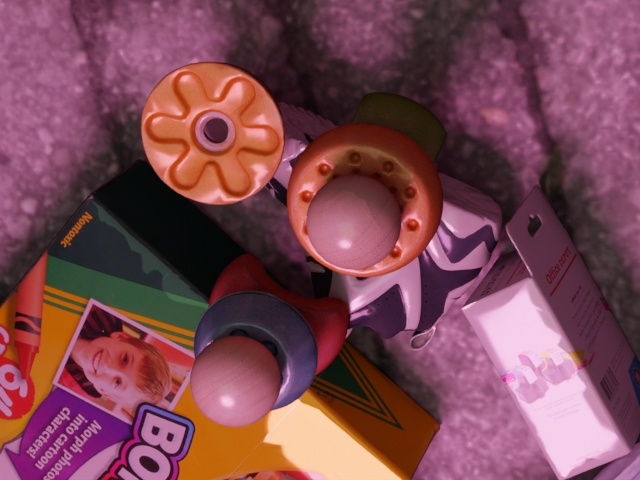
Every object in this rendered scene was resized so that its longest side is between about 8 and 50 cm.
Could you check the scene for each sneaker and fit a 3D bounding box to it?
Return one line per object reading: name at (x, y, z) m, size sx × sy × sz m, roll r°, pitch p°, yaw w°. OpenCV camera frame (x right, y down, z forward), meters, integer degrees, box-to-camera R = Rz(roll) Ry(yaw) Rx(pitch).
sneaker at (0.000, 0.000, 1.423) m, size 0.235 × 0.094 × 0.153 m, roll 22°, pitch 107°, yaw 0°

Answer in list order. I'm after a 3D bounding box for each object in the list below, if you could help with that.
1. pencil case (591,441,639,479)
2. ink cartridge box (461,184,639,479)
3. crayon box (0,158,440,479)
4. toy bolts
pencil case at (0.206, 0.226, 1.406) m, size 0.273 × 0.113 × 0.124 m, roll -40°, pitch 116°, yaw 19°
ink cartridge box at (0.161, 0.063, 1.384) m, size 0.061 × 0.104 × 0.181 m, roll -26°, pitch 99°, yaw 26°
crayon box at (-0.143, 0.173, 1.534) m, size 0.313 × 0.106 × 0.363 m, roll 42°, pitch 118°, yaw 1°
toy bolts at (-0.045, 0.007, 1.301) m, size 0.218 × 0.158 × 0.228 m, roll 21°, pitch 112°, yaw 4°
